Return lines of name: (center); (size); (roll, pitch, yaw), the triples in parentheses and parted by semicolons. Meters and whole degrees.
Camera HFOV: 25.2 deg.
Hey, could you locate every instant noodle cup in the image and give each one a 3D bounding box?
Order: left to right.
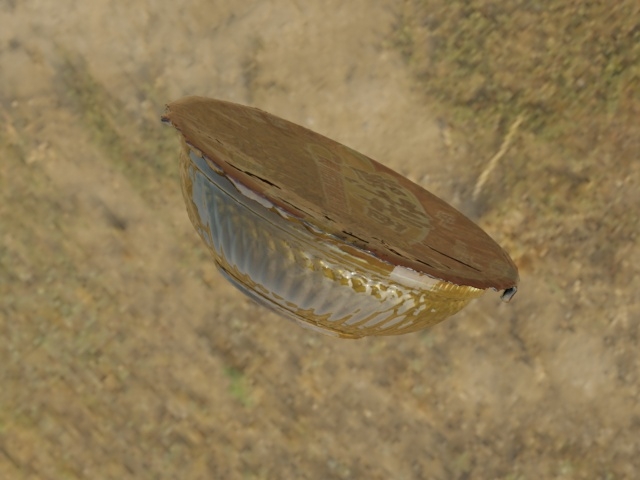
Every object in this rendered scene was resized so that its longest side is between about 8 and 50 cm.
instant noodle cup: (0.000, 0.000, 0.990); (0.274, 0.274, 0.090); (32, 105, 18)
